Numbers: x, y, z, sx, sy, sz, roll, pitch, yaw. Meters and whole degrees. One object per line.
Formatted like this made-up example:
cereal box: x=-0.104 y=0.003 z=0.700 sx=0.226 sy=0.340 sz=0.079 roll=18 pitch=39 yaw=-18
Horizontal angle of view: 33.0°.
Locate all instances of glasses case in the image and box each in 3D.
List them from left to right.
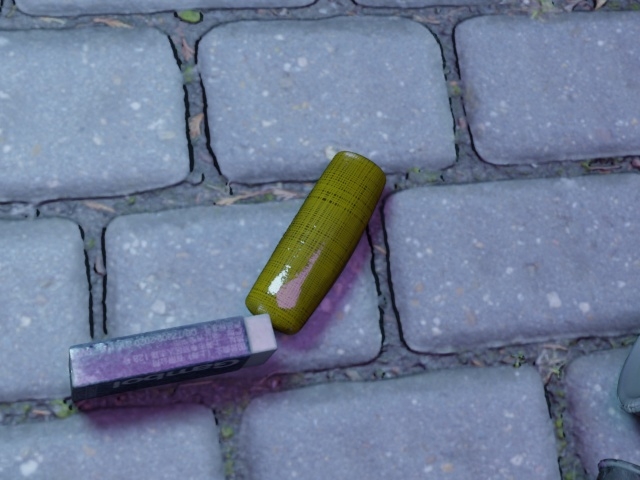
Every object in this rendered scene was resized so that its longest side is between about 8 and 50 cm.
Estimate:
glasses case: x=0.000 y=0.000 z=1.222 sx=0.079 sy=0.064 sz=0.234 roll=30 pitch=67 yaw=2

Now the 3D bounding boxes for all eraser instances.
eraser: x=-0.158 y=0.122 z=1.141 sx=0.213 sy=0.092 sz=0.046 roll=-9 pitch=75 yaw=-16

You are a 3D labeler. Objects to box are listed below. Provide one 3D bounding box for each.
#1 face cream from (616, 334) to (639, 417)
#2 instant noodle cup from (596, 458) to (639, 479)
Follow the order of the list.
face cream: x=0.446 y=0.154 z=1.220 sx=0.153 sy=0.177 sz=0.177 roll=32 pitch=70 yaw=0
instant noodle cup: x=0.335 y=0.370 z=1.125 sx=0.217 sy=0.217 sz=0.207 roll=37 pitch=77 yaw=-1
